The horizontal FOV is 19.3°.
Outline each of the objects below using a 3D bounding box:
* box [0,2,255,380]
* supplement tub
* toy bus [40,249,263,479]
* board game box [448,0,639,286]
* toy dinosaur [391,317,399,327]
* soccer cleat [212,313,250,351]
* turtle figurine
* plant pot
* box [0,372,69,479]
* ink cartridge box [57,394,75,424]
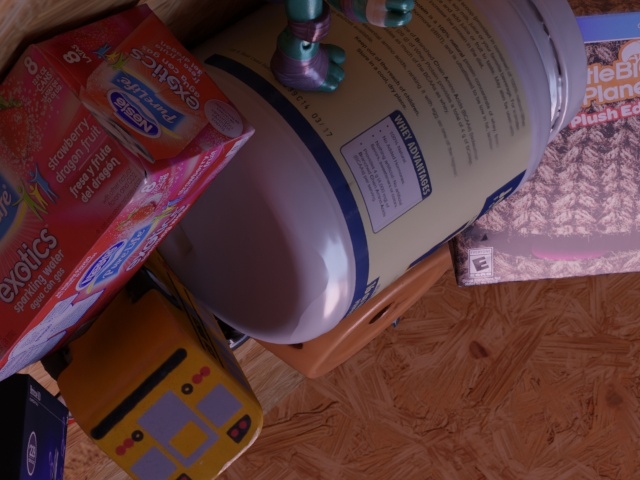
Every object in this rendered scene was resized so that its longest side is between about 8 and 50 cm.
[{"bbox_3d":[-0.180,-0.026,1.285,0.257,0.122,0.128,-47,170,36],"label":"box"},{"bbox_3d":[0.031,-0.093,1.476,0.325,0.235,0.235,-35,169,-30],"label":"supplement tub"},{"bbox_3d":[-0.146,0.077,1.499,0.108,0.130,0.332,-44,-159,2],"label":"toy bus"},{"bbox_3d":[0.230,-0.120,1.744,0.232,0.141,0.291,-5,127,-1],"label":"board game box"},{"bbox_3d":[0.022,0.020,2.294,0.322,0.164,0.218,-22,163,26],"label":"toy dinosaur"},{"bbox_3d":[-0.079,0.059,2.116,0.318,0.108,0.116,-42,159,-17],"label":"soccer cleat"},{"bbox_3d":[0.008,-0.207,1.254,0.234,0.118,0.175,117,-17,-60],"label":"turtle figurine"},{"bbox_3d":[0.000,0.000,1.895,0.291,0.203,0.291,-40,170,-9],"label":"plant pot"},{"bbox_3d":[-0.304,0.226,1.745,0.103,0.184,0.261,1,169,0],"label":"box"},{"bbox_3d":[-0.245,0.180,2.210,0.232,0.066,0.189,-49,169,22],"label":"ink cartridge box"}]
